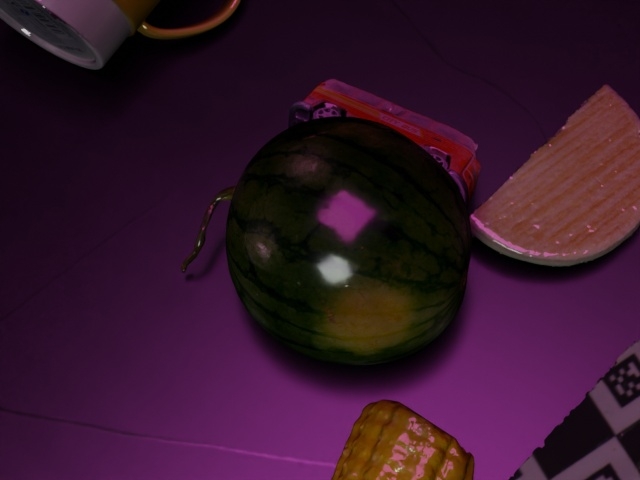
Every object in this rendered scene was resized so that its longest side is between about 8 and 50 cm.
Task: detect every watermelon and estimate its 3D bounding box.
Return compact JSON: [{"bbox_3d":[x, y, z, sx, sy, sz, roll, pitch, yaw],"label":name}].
[{"bbox_3d":[0.007,0.002,1.165,0.232,0.127,0.204,31,104,10],"label":"watermelon"}]

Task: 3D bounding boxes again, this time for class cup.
[{"bbox_3d":[-0.180,-0.272,1.317,0.241,0.185,0.226,36,77,-15],"label":"cup"}]

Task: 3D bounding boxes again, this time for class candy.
[{"bbox_3d":[0.043,0.230,1.114,0.106,0.094,0.199,12,69,47],"label":"candy"}]

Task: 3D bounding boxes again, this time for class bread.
[{"bbox_3d":[0.228,-0.039,1.244,0.112,0.036,0.193,42,73,14],"label":"bread"}]

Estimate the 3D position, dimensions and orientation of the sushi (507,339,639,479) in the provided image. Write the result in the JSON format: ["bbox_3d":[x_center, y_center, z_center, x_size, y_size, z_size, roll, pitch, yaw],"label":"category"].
[{"bbox_3d":[0.279,0.276,1.065,0.320,0.069,0.339,-50,57,2],"label":"sushi"}]

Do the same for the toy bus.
[{"bbox_3d":[0.059,-0.077,1.249,0.174,0.079,0.077,24,47,14],"label":"toy bus"}]
